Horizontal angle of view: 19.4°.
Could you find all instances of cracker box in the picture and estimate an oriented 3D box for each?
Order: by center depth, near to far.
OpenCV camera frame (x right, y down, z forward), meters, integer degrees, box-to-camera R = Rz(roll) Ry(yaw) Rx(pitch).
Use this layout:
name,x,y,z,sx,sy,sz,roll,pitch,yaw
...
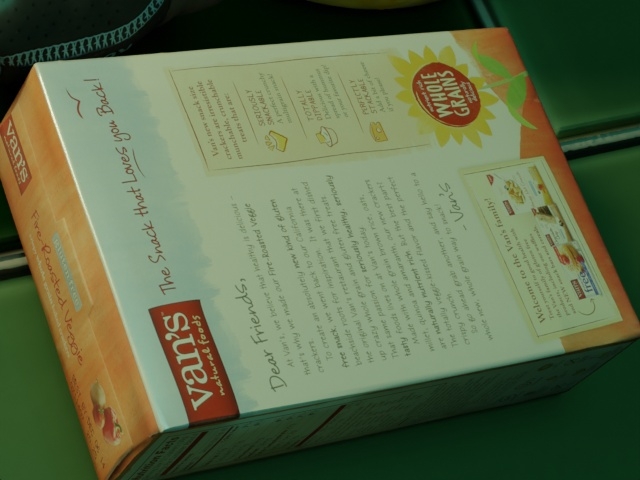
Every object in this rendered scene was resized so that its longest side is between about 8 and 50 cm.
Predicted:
name,x,y,z,sx,sy,sz,roll,pitch,yaw
cracker box,0.000,0.000,0.763,0.232,0.067,0.156,-8,67,-33

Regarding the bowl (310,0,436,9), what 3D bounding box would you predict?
name,x,y,z,sx,sy,sz,roll,pitch,yaw
bowl,0.032,-0.264,0.843,0.289,0.156,0.289,10,68,-26

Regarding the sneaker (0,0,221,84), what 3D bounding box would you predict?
name,x,y,z,sx,sy,sz,roll,pitch,yaw
sneaker,-0.177,-0.213,0.752,0.139,0.125,0.341,-36,82,-33
